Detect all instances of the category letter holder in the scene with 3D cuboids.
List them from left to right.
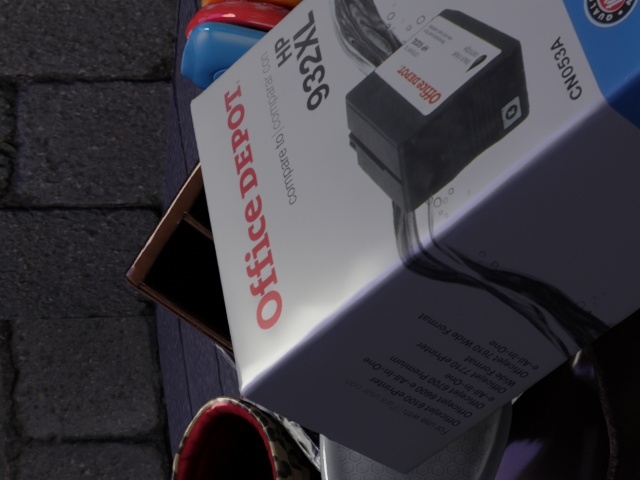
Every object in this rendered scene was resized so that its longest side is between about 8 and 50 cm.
[{"bbox_3d":[0.000,0.000,1.532,0.152,0.214,0.302,-55,-4,19],"label":"letter holder"}]

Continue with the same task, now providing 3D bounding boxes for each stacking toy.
[{"bbox_3d":[-0.049,-0.312,1.981,0.175,0.166,0.301,115,167,-73],"label":"stacking toy"}]

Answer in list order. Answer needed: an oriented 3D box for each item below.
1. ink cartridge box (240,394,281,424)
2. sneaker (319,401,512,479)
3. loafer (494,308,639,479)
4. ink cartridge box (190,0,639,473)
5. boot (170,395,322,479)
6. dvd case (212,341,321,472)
[{"bbox_3d":[-0.013,0.084,1.828,0.283,0.117,0.207,119,148,-68],"label":"ink cartridge box"},{"bbox_3d":[0.051,0.100,1.050,0.147,0.105,0.295,99,178,-48],"label":"sneaker"},{"bbox_3d":[0.133,0.172,1.064,0.134,0.130,0.366,-104,18,-49],"label":"loafer"},{"bbox_3d":[0.088,-0.063,0.887,0.307,0.129,0.223,-40,41,26],"label":"ink cartridge box"},{"bbox_3d":[-0.005,0.325,1.439,0.284,0.138,0.377,40,-139,-50],"label":"boot"},{"bbox_3d":[-0.003,0.122,1.485,0.221,0.164,0.018,48,114,36],"label":"dvd case"}]
